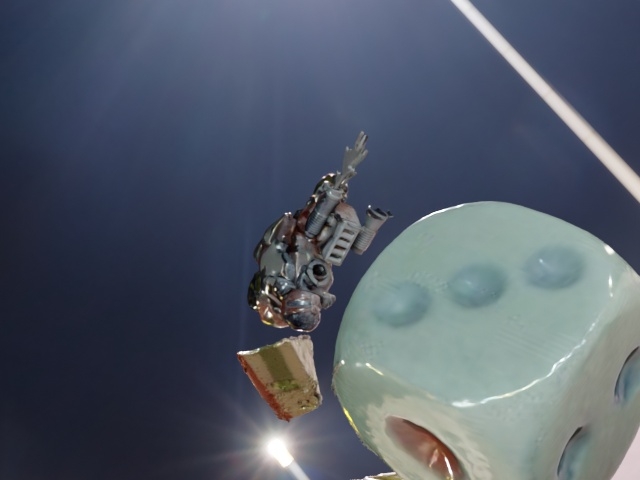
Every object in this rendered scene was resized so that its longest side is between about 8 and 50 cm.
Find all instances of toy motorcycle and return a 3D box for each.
[{"bbox_3d":[0.000,0.000,1.716,0.134,0.207,0.401,22,-61,-26],"label":"toy motorcycle"}]

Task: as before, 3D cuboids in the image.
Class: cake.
[{"bbox_3d":[-0.061,0.166,1.621,0.086,0.117,0.220,-19,-38,6],"label":"cake"}]

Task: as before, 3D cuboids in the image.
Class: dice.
[{"bbox_3d":[0.193,0.136,1.198,0.262,0.268,0.265,-46,-42,-24],"label":"dice"}]

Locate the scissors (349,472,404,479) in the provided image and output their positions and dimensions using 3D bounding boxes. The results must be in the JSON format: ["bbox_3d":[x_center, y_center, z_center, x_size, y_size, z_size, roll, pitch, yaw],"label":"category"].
[{"bbox_3d":[0.198,0.405,1.835,0.317,0.024,0.160,4,-3,-36],"label":"scissors"}]
